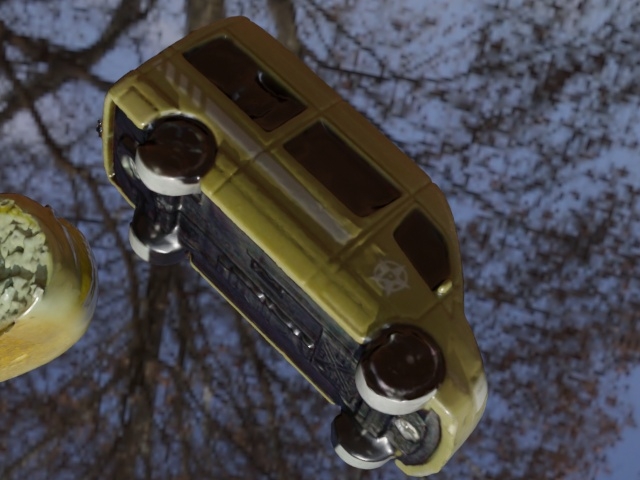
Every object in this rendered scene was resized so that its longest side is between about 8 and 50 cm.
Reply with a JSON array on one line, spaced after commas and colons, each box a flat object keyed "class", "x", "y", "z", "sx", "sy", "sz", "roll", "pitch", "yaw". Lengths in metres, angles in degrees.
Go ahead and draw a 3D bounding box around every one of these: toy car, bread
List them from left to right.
[{"class": "bread", "x": -0.384, "y": 0.058, "z": 1.308, "sx": 0.333, "sy": 0.333, "sz": 0.160, "roll": -6, "pitch": -112, "yaw": -32}, {"class": "toy car", "x": 0.000, "y": 0.000, "z": 0.715, "sx": 0.257, "sy": 0.101, "sz": 0.124, "roll": 43, "pitch": -116, "yaw": 14}]
